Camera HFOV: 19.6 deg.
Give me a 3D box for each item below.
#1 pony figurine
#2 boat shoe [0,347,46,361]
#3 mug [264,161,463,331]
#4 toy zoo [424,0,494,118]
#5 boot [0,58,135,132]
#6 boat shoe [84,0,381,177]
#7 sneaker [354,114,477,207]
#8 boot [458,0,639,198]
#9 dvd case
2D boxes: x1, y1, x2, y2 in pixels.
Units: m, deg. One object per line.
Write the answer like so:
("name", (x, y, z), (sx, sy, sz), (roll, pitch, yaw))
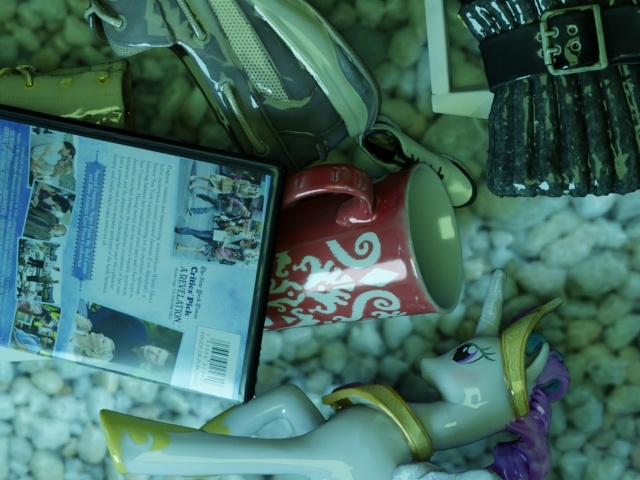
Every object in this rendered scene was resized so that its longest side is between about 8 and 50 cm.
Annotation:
("pony figurine", (0.057, 0.220, 1.367), (0.363, 0.303, 0.351), (-18, 69, -5))
("boat shoe", (-0.226, 0.046, 1.448), (0.268, 0.096, 0.088), (0, 100, 6))
("mug", (0.003, -0.003, 1.388), (0.169, 0.113, 0.150), (-11, 116, 23))
("toy zoo", (0.171, -0.202, 1.372), (0.192, 0.030, 0.293), (-4, 104, 8))
("boot", (-0.247, -0.127, 1.408), (0.203, 0.095, 0.262), (-11, 95, 5))
("boat shoe", (-0.110, -0.186, 1.343), (0.130, 0.132, 0.355), (-44, 95, -5))
("sneaker", (0.071, -0.056, 1.414), (0.109, 0.044, 0.040), (31, 103, -3))
("boot", (0.112, -0.157, 1.305), (0.348, 0.131, 0.260), (1, 104, 6))
("dvd case", (-0.157, 0.006, 1.349), (0.253, 0.022, 0.180), (12, 104, 13))
